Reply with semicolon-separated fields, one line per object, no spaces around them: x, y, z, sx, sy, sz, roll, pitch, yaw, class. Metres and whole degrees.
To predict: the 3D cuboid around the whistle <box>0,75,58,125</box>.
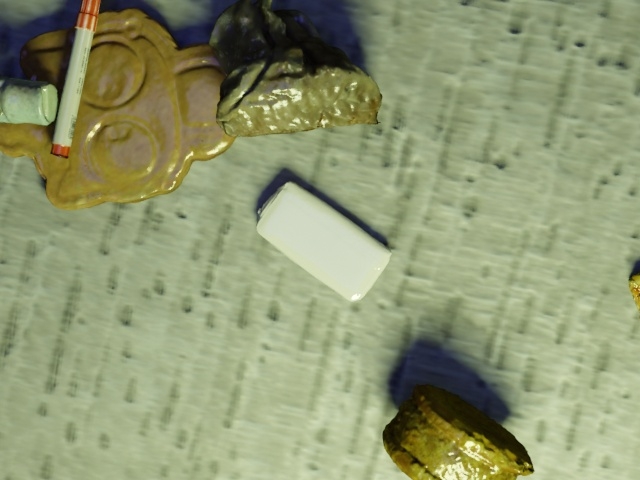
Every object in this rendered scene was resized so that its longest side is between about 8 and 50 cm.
-0.528;-0.200;1.315;0.346;0.134;0.142;6;82;7;whistle

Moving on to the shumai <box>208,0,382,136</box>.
-0.033;-0.232;1.254;0.218;0.184;0.185;-7;95;-3;shumai

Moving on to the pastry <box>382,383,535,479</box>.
0.178;0.274;1.271;0.189;0.189;0.103;33;98;2;pastry

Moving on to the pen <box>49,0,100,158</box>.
-0.328;-0.229;1.310;0.028;0.028;0.239;11;90;3;pen

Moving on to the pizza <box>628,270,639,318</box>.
0.491;0.109;1.305;0.175;0.046;0.134;13;94;3;pizza

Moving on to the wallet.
0.000;0.000;1.341;0.190;0.033;0.095;34;93;1;wallet

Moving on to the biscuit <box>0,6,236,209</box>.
-0.291;-0.183;1.345;0.376;0.051;0.269;-8;91;5;biscuit
